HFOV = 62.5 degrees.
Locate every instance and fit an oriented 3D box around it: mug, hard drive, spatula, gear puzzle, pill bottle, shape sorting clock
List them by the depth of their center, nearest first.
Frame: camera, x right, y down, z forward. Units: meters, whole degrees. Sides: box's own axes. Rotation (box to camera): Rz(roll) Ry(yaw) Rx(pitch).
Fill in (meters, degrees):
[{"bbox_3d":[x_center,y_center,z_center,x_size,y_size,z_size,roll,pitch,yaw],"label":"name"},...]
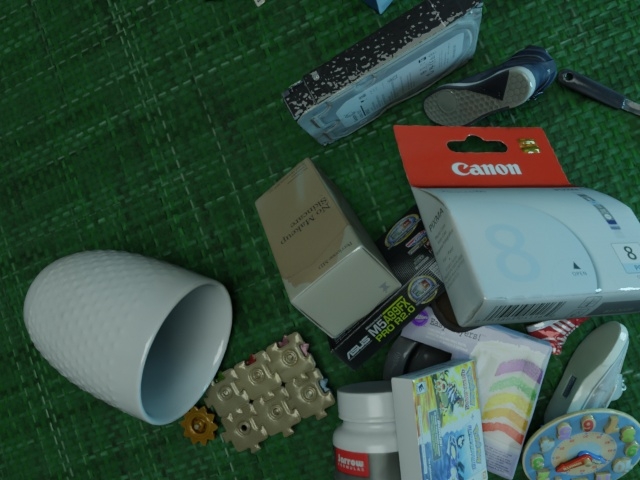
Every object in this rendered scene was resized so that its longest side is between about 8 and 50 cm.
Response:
[{"bbox_3d":[0.103,0.389,0.883,0.161,0.161,0.283,-6,83,12],"label":"pill bottle"},{"bbox_3d":[0.447,0.363,0.896,0.206,0.040,0.206,-1,123,-2],"label":"shape sorting clock"},{"bbox_3d":[0.114,-0.292,0.928,0.339,0.237,0.064,-28,83,10],"label":"hard drive"},{"bbox_3d":[0.560,-0.234,0.932,0.296,0.030,0.084,27,97,11],"label":"spatula"},{"bbox_3d":[-0.384,0.198,1.032,0.328,0.276,0.374,17,123,20],"label":"mug"},{"bbox_3d":[-0.139,0.329,1.072,0.339,0.044,0.175,-31,84,13],"label":"gear puzzle"}]

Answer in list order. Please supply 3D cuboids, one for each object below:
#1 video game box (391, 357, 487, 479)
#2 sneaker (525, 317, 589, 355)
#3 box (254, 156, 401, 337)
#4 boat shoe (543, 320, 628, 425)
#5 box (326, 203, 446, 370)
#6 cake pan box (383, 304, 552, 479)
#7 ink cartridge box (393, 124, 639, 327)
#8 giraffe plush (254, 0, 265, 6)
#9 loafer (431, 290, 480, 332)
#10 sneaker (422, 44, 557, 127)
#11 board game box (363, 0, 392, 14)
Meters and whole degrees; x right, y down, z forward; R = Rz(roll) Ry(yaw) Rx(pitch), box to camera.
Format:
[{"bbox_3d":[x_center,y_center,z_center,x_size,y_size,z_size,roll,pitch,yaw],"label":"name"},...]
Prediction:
[{"bbox_3d":[0.194,0.306,0.841,0.048,0.187,0.205,-10,84,42],"label":"video game box"},{"bbox_3d":[0.438,0.165,0.944,0.118,0.042,0.067,-22,80,19],"label":"sneaker"},{"bbox_3d":[0.000,0.000,0.913,0.148,0.311,0.121,-40,126,8],"label":"box"},{"bbox_3d":[0.480,0.251,0.922,0.081,0.079,0.227,26,98,-8],"label":"boat shoe"},{"bbox_3d":[0.118,0.072,0.929,0.270,0.216,0.060,-44,108,9],"label":"box"},{"bbox_3d":[0.250,0.258,0.957,0.267,0.070,0.246,18,92,21],"label":"cake pan box"},{"bbox_3d":[0.308,-0.064,0.815,0.308,0.091,0.385,-2,58,-15],"label":"ink cartridge box"},{"bbox_3d":[-0.202,-0.578,1.037,0.210,0.170,0.181,44,97,10],"label":"giraffe plush"},{"bbox_3d":[0.367,0.051,0.882,0.366,0.130,0.134,-27,79,-9],"label":"loafer"},{"bbox_3d":[0.314,-0.280,0.965,0.226,0.163,0.086,-1,120,50],"label":"sneaker"},{"bbox_3d":[0.153,-0.591,0.890,0.086,0.308,0.302,43,97,11],"label":"board game box"}]
